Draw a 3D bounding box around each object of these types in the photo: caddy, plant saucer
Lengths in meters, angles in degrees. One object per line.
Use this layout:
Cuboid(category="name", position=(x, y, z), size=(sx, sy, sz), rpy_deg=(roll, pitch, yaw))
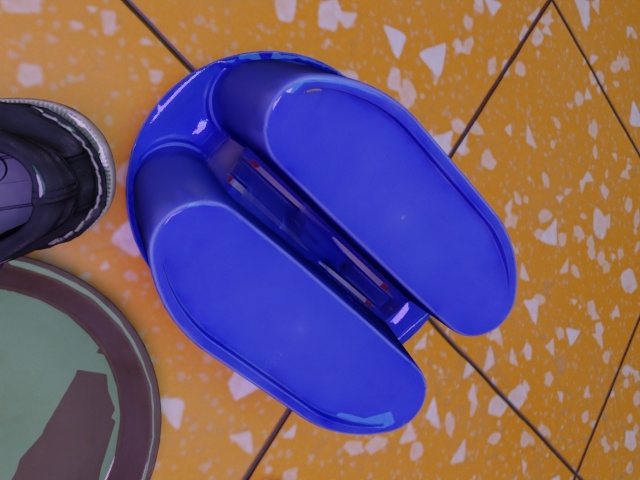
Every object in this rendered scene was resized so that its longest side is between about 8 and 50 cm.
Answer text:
Cuboid(category="caddy", position=(0.000, 0.000, 0.487), size=(0.241, 0.179, 0.341), rpy_deg=(-47, 117, 0))
Cuboid(category="plant saucer", position=(-0.253, 0.144, 0.395), size=(0.278, 0.041, 0.278), rpy_deg=(-1, 91, -34))

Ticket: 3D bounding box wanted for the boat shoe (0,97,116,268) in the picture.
Cuboid(category="boat shoe", position=(-0.280, -0.002, 0.270), size=(0.340, 0.113, 0.127), rpy_deg=(-7, 108, -12))
